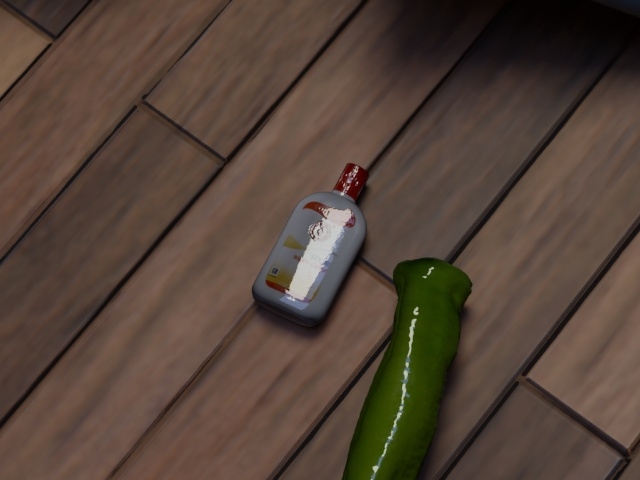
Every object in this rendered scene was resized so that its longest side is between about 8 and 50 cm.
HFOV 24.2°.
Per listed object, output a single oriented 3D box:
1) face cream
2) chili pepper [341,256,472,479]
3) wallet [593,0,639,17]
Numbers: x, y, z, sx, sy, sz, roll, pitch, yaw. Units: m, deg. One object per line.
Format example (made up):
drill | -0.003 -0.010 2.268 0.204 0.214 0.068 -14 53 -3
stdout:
face cream | 0.000 0.000 0.736 0.040 0.021 0.083 23 74 15
chili pepper | 0.018 0.100 0.681 0.050 0.052 0.202 34 73 -17
wallet | 0.126 -0.192 0.723 0.231 0.069 0.170 15 62 -15
